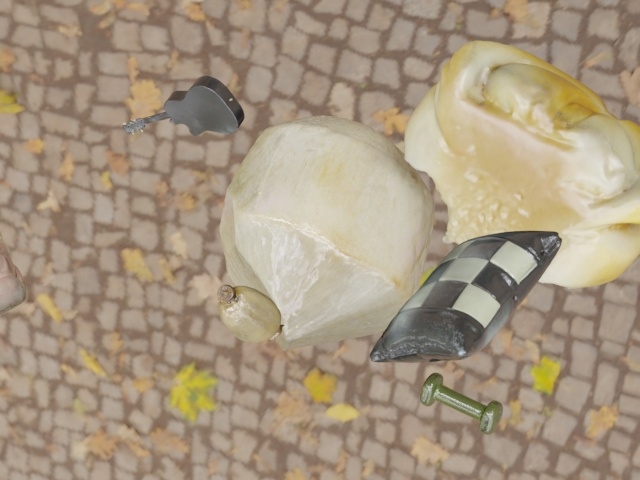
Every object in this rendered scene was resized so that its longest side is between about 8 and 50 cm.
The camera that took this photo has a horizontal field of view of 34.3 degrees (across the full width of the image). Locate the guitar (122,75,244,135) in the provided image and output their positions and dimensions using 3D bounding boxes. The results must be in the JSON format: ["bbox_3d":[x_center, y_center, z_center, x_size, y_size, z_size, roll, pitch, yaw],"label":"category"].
[{"bbox_3d":[-0.207,-0.179,1.484,0.233,0.025,0.088,-7,133,40],"label":"guitar"}]

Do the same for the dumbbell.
[{"bbox_3d":[0.200,0.232,1.476,0.118,0.046,0.052,22,122,25],"label":"dumbbell"}]

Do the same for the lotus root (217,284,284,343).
[{"bbox_3d":[-0.097,0.108,1.472,0.073,0.150,0.062,-51,49,-3],"label":"lotus root"}]

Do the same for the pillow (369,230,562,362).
[{"bbox_3d":[0.193,0.079,1.377,0.186,0.250,0.106,-11,118,55],"label":"pillow"}]

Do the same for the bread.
[{"bbox_3d":[0.330,-0.120,1.614,0.424,0.329,0.245,43,153,19],"label":"bread"}]

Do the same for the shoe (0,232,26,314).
[{"bbox_3d":[-0.445,-0.026,1.136,0.351,0.172,0.198,13,122,49],"label":"shoe"}]

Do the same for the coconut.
[{"bbox_3d":[0.000,0.000,1.787,0.415,0.415,0.344,57,149,-4],"label":"coconut"}]
